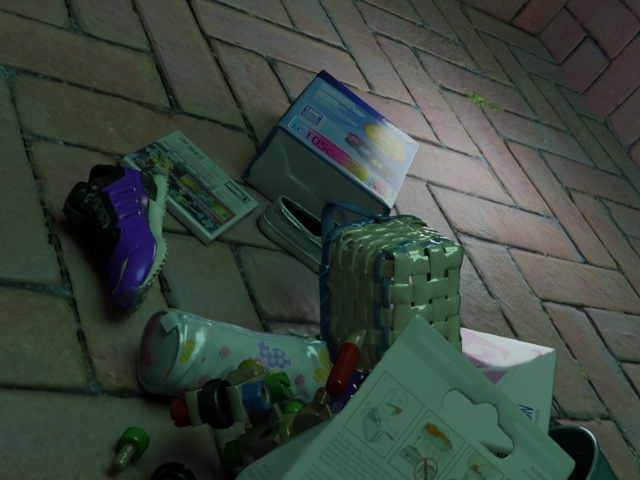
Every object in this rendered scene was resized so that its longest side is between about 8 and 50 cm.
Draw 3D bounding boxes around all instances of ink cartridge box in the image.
[{"bbox_3d":[0.037,-0.175,1.914,0.270,0.151,0.395,37,29,-6],"label":"ink cartridge box"},{"bbox_3d":[0.064,0.307,1.055,0.308,0.385,0.091,43,-9,-24],"label":"ink cartridge box"},{"bbox_3d":[0.187,0.226,1.462,0.330,0.071,0.324,12,24,12],"label":"ink cartridge box"}]

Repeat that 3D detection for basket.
[{"bbox_3d":[0.083,0.082,1.433,0.201,0.255,0.289,-9,14,-34],"label":"basket"}]

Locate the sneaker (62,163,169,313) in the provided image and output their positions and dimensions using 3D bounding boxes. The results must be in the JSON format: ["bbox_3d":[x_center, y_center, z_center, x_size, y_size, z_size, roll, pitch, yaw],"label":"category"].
[{"bbox_3d":[-0.306,-0.014,1.383,0.146,0.102,0.293,21,30,-22],"label":"sneaker"}]

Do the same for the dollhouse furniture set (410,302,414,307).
[{"bbox_3d":[0.155,0.148,1.759,0.081,0.091,0.114,-8,14,-2],"label":"dollhouse furniture set"}]

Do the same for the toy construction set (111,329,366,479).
[{"bbox_3d":[-0.043,0.217,1.191,0.257,0.309,0.237,45,25,-7],"label":"toy construction set"}]

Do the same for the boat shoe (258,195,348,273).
[{"bbox_3d":[0.000,-0.001,1.707,0.227,0.081,0.079,32,31,-13],"label":"boat shoe"}]

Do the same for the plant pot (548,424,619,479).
[{"bbox_3d":[0.350,0.450,1.359,0.255,0.271,0.272,51,30,-7],"label":"plant pot"}]

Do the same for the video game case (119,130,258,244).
[{"bbox_3d":[-0.222,-0.095,1.643,0.201,0.023,0.183,43,30,2],"label":"video game case"}]

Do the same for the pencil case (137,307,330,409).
[{"bbox_3d":[-0.116,0.168,1.321,0.273,0.124,0.113,13,40,-36],"label":"pencil case"}]

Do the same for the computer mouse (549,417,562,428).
[{"bbox_3d":[0.374,0.345,1.695,0.262,0.060,0.184,46,30,10],"label":"computer mouse"}]
